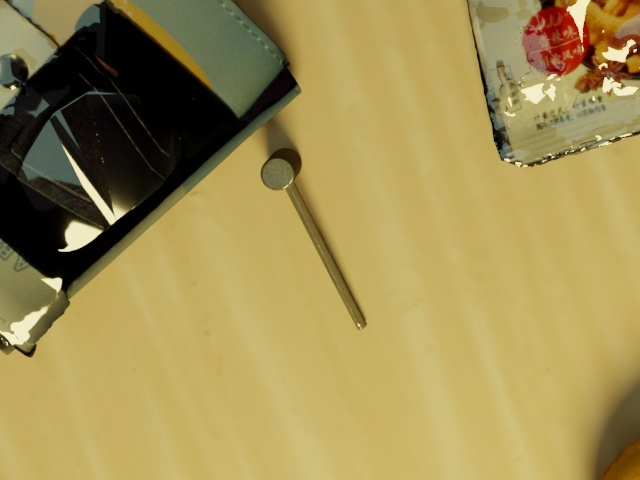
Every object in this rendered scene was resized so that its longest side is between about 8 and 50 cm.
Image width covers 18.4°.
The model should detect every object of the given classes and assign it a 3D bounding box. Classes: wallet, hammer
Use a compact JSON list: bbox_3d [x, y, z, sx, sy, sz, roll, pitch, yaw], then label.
[{"bbox_3d":[-0.140,-0.064,1.060,0.231,0.069,0.170,-44,105,-3],"label":"wallet"},{"bbox_3d":[0.000,0.000,1.100,0.019,0.035,0.110,-27,98,12],"label":"hammer"}]

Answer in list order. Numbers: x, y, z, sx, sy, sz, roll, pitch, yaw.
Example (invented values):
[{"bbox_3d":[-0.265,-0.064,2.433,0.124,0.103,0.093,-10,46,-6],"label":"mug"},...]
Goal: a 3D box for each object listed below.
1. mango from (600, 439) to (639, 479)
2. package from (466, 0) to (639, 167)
[{"bbox_3d":[0.194,0.182,1.061,0.101,0.066,0.187,-7,98,2],"label":"mango"},{"bbox_3d":[0.141,-0.169,1.059,0.154,0.030,0.239,-15,92,13],"label":"package"}]
